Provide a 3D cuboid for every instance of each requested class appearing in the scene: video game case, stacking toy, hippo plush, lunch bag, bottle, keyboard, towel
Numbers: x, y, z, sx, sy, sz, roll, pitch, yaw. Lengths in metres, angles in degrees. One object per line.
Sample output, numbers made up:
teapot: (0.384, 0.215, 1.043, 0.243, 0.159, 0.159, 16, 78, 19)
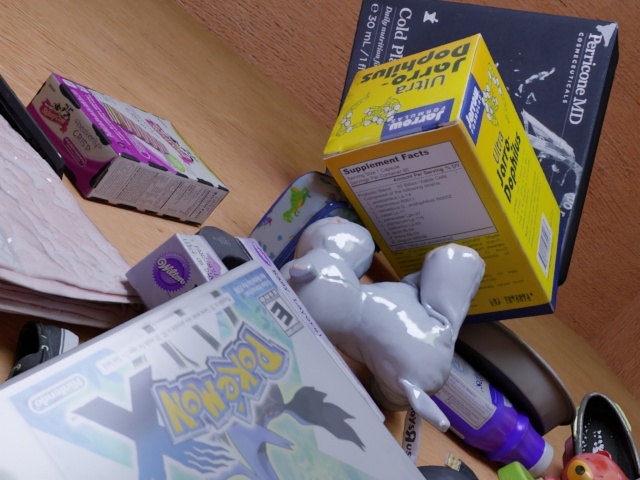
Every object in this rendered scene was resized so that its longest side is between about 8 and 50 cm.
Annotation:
video game case: (-0.042, 0.175, 0.537, 0.300, 0.036, 0.329, 52, 28, 6)
stacking toy: (0.367, 0.378, 1.016, 0.279, 0.130, 0.309, 46, 9, -46)
hippo plush: (0.044, 0.106, 1.018, 0.236, 0.234, 0.294, 24, 53, 0)
lunch bag: (0.000, 0.000, 1.172, 0.090, 0.176, 0.219, 49, 17, 25)
bottle: (0.226, 0.247, 1.218, 0.283, 0.092, 0.118, 41, 12, -8)
keyboard: (-0.330, -0.128, 0.855, 0.180, 0.023, 0.108, 53, -26, 2)
towel: (-0.299, -0.067, 0.662, 0.332, 0.053, 0.317, 47, 2, 16)

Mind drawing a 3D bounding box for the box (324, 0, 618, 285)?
box: (0.291, -0.193, 1.598, 0.471, 0.480, 0.297, 13, 4, 19)

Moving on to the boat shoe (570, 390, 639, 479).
boat shoe: (0.437, 0.373, 1.225, 0.091, 0.109, 0.305, 71, 15, -45)

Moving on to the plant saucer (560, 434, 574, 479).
plant saucer: (0.530, 0.480, 1.389, 0.332, 0.084, 0.332, 40, 14, -12)

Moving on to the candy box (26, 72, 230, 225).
candy box: (-0.241, -0.110, 1.044, 0.159, 0.071, 0.233, 48, 13, 23)

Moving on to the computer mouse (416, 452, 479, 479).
computer mouse: (0.181, 0.304, 0.977, 0.262, 0.060, 0.184, 36, 15, -26)

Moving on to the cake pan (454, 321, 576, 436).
cake pan: (0.273, 0.210, 1.312, 0.293, 0.054, 0.293, 41, -16, 14)

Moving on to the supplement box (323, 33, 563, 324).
supplement box: (0.188, -0.069, 1.141, 0.357, 0.194, 0.195, 55, 38, -34)

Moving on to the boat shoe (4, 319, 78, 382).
boat shoe: (-0.198, 0.099, 0.565, 0.040, 0.049, 0.142, 31, 10, -21)

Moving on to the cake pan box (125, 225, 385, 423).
cake pan box: (-0.052, 0.108, 0.791, 0.267, 0.070, 0.246, 54, 7, 9)
